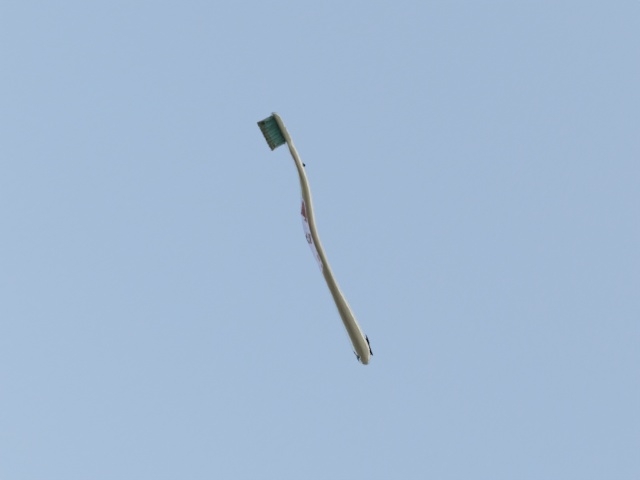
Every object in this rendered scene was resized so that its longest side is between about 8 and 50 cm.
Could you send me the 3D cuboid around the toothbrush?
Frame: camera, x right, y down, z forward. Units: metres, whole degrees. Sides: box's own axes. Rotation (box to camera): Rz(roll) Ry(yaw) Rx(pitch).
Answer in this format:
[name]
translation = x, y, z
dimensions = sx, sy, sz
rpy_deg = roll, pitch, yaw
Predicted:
[toothbrush]
translation = 0.000, 0.000, 1.256
dimensions = 0.022, 0.017, 0.204
rpy_deg = -25, -76, -13
